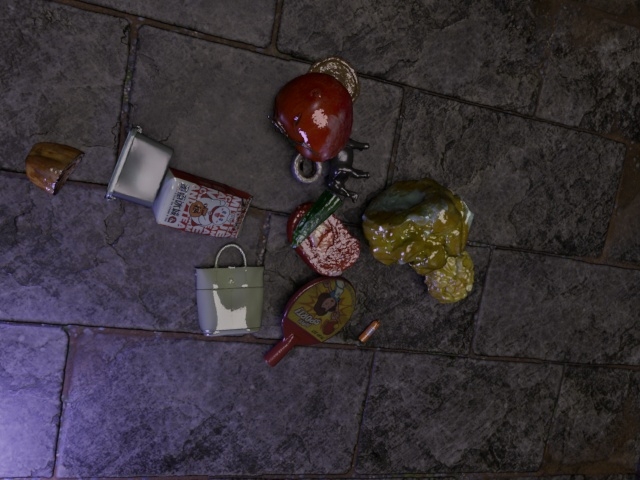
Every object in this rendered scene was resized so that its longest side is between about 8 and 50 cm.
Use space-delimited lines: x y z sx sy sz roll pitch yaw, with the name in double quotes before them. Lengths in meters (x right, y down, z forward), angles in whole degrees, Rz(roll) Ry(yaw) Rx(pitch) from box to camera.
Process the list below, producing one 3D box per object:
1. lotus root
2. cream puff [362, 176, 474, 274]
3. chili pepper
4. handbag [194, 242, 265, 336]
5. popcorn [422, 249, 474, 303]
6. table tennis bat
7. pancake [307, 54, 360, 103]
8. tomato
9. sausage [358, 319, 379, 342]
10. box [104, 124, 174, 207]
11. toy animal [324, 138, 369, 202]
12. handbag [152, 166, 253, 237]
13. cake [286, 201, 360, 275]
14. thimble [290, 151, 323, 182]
"lotus root" -0.810 -0.221 1.406 0.135 0.095 0.159 20 86 -14
"cream puff" 0.333 -0.032 1.622 0.379 0.378 0.275 -32 122 -9
"chili pepper" -0.022 -0.061 1.516 0.226 0.088 0.059 -51 133 4
"handbag" -0.310 0.168 1.622 0.242 0.109 0.314 -1 85 -17
"popcorn" 0.471 0.119 1.763 0.181 0.216 0.234 -13 75 -1
"table tennis bat" -0.043 0.293 1.688 0.415 0.051 0.268 -45 126 2
"pancake" 0.048 -0.546 1.634 0.200 0.021 0.199 -2 97 -16
"tomato" -0.003 -0.423 1.510 0.309 0.170 0.308 1 84 -11
"sausage" 0.190 0.345 1.798 0.107 0.031 0.031 -45 107 -5
"box" -0.556 -0.219 1.447 0.135 0.163 0.243 20 91 -26
"toy animal" 0.091 -0.255 1.652 0.147 0.114 0.244 1 76 -22
"handbag" -0.375 -0.109 1.523 0.298 0.151 0.171 16 104 -32
"cake" 0.000 0.000 1.632 0.177 0.151 0.283 -44 105 -9
"thimble" -0.049 -0.255 1.614 0.102 0.090 0.115 10 97 -14
